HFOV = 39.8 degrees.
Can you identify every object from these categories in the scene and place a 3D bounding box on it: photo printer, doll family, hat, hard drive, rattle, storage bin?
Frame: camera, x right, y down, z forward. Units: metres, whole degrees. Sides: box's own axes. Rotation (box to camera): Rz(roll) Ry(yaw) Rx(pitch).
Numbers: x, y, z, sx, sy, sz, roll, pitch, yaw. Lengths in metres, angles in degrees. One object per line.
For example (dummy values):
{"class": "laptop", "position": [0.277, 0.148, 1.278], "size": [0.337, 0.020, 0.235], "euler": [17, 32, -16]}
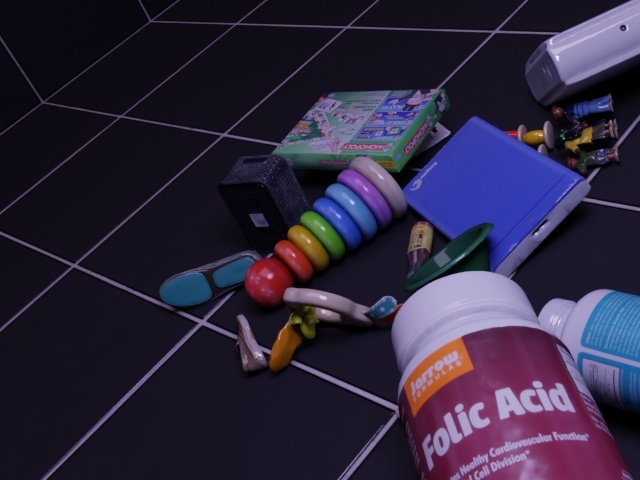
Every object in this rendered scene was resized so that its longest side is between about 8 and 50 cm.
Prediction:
{"class": "photo printer", "position": [0.550, -0.366, 1.639], "size": [0.307, 0.107, 0.256], "euler": [-25, -2, 2]}
{"class": "doll family", "position": [0.473, -0.196, 1.592], "size": [0.111, 0.076, 0.193], "euler": [-13, 31, 27]}
{"class": "hat", "position": [0.250, 0.097, 1.394], "size": [0.173, 0.183, 0.208], "euler": [-37, 3, 32]}
{"class": "hard drive", "position": [0.290, -0.084, 1.540], "size": [0.210, 0.040, 0.319], "euler": [-46, 35, 2]}
{"class": "rattle", "position": [0.028, 0.151, 1.431], "size": [0.199, 0.130, 0.143], "euler": [13, 57, 9]}
{"class": "storage bin", "position": [-0.102, -0.068, 1.705], "size": [0.122, 0.180, 0.084], "euler": [-1, 41, 33]}

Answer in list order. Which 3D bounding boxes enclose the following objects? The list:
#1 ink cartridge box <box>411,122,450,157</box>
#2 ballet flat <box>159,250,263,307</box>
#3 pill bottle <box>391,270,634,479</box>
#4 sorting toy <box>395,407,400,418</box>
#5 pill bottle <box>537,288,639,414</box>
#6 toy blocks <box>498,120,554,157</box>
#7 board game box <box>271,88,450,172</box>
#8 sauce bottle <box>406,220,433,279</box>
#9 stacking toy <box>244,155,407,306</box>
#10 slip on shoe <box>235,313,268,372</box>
{"class": "ink cartridge box", "position": [0.155, -0.214, 1.826], "size": [0.198, 0.067, 0.115], "euler": [-30, 33, -4]}
{"class": "ballet flat", "position": [-0.205, 0.076, 1.702], "size": [0.213, 0.072, 0.068], "euler": [-19, 7, 11]}
{"class": "pill bottle", "position": [0.215, 0.232, 1.020], "size": [0.224, 0.224, 0.392], "euler": [-22, 41, 7]}
{"class": "sorting toy", "position": [0.224, 0.233, 1.214], "size": [0.193, 0.038, 0.208], "euler": [-33, 34, -9]}
{"class": "pill bottle", "position": [0.405, 0.144, 1.113], "size": [0.264, 0.146, 0.146], "euler": [14, 51, 44]}
{"class": "toy blocks", "position": [0.350, -0.164, 1.642], "size": [0.148, 0.054, 0.123], "euler": [-5, 41, 31]}
{"class": "board game box", "position": [0.078, -0.225, 1.795], "size": [0.317, 0.046, 0.213], "euler": [7, 48, 42]}
{"class": "sauce bottle", "position": [0.171, 0.021, 1.528], "size": [0.042, 0.042, 0.128], "euler": [-11, 37, 22]}
{"class": "stacking toy", "position": [0.000, 0.000, 1.614], "size": [0.330, 0.141, 0.141], "euler": [-42, 36, -10]}
{"class": "slip on shoe", "position": [-0.129, 0.177, 1.518], "size": [0.041, 0.051, 0.135], "euler": [-27, 42, -5]}
